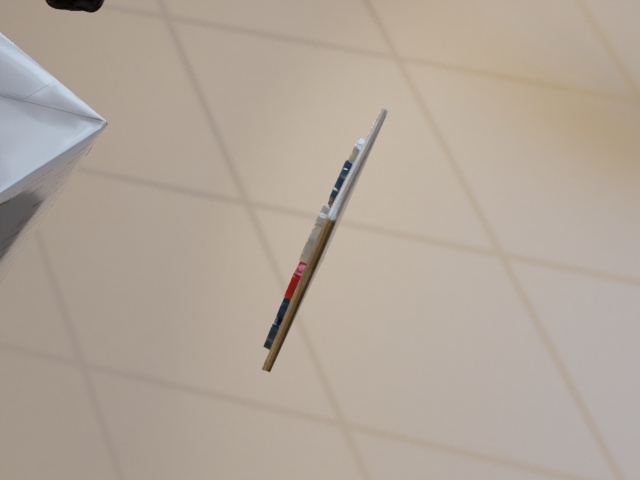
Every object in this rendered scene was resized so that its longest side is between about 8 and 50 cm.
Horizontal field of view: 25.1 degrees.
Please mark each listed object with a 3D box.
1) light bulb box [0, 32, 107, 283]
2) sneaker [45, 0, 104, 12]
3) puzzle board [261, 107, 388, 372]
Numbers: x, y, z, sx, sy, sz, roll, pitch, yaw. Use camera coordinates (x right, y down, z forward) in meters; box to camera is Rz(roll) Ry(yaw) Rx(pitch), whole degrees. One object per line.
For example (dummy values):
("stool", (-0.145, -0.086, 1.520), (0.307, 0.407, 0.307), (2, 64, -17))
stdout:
("light bulb box", (-0.437, 0.003, 1.314), (0.361, 0.225, 0.358), (-51, -1, 29))
("sneaker", (-0.188, -0.260, 1.078), (0.276, 0.097, 0.135), (111, 159, -71))
("puzzle board", (0.000, 0.000, 0.778), (0.128, 0.011, 0.096), (114, -179, -46))
